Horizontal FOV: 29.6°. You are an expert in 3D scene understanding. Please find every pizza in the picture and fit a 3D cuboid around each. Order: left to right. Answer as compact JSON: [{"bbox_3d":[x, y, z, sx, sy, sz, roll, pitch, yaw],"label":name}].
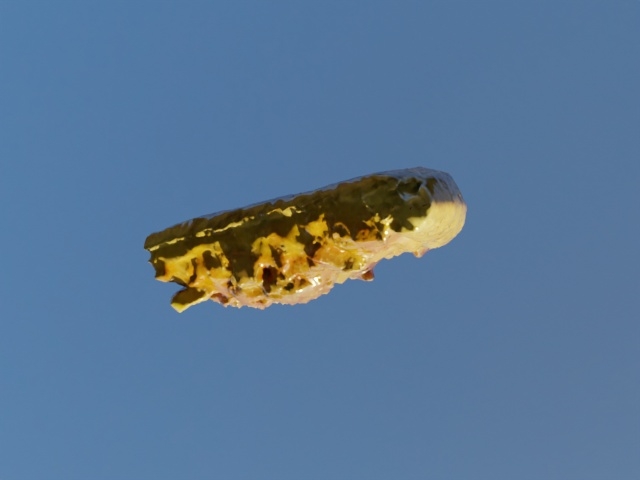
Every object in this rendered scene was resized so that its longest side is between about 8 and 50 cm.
[{"bbox_3d":[0.033,-0.009,0.992,0.268,0.258,0.087,-15,-90,34],"label":"pizza"}]
